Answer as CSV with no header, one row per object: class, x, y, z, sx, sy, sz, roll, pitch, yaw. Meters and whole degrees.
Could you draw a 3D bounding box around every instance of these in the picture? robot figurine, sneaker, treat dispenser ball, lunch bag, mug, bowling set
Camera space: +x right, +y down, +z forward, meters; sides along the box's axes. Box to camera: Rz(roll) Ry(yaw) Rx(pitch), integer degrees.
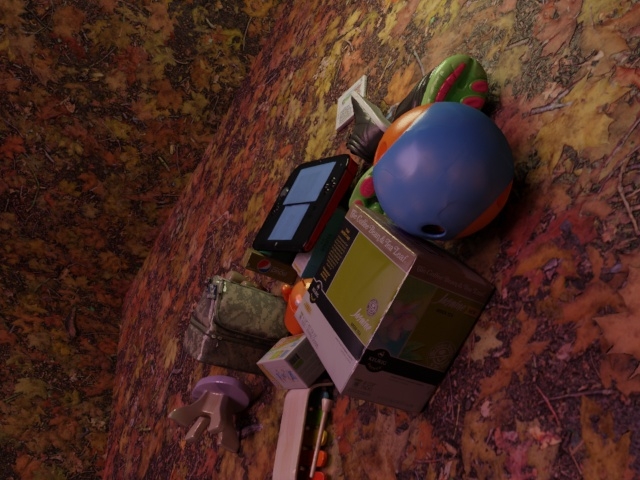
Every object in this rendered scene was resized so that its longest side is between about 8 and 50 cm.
robot figurine,-0.033,0.190,1.690,0.219,0.128,0.158,106,148,-48
sneaker,0.245,-0.240,1.527,0.482,0.185,0.202,-54,12,21
treat dispenser ball,0.253,-0.142,1.264,0.288,0.288,0.288,-42,37,42
sneaker,0.123,-0.348,1.862,0.147,0.105,0.295,-51,35,21
lunch bag,-0.250,0.264,1.891,0.213,0.305,0.255,10,81,63
mug,-0.152,0.039,2.104,0.158,0.098,0.129,-38,40,46
bowling set,-0.233,0.236,2.103,0.200,0.154,0.286,-14,56,37

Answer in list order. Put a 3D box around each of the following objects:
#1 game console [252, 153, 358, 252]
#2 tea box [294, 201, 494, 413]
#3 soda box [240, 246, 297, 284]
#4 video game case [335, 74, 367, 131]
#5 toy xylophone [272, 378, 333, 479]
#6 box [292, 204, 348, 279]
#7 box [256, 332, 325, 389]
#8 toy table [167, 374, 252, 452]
game console,-0.058,-0.113,1.920,0.341,0.060,0.387,-58,24,-16
tea box,0.143,0.137,1.339,0.323,0.220,0.329,-63,27,13
soda box,-0.166,0.086,1.999,0.061,0.181,0.058,-66,26,6
video game case,0.106,-0.470,2.083,0.157,0.019,0.143,-33,43,49
toy xylophone,-0.032,0.509,1.547,0.236,0.081,0.322,-16,57,59
box,0.000,0.000,1.887,0.244,0.060,0.100,-63,26,11
box,-0.073,0.332,1.662,0.114,0.103,0.203,-42,7,-30
toy table,-0.347,0.556,1.955,0.274,0.252,0.160,-53,13,50
